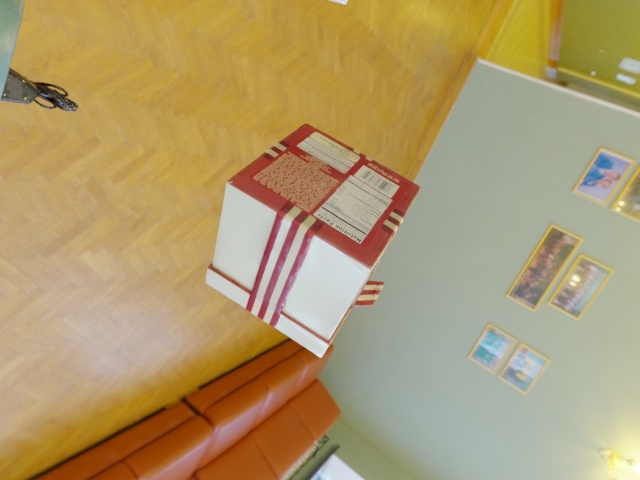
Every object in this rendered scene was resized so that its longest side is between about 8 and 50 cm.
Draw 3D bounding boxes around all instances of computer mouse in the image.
[{"bbox_3d":[-0.520,-0.256,0.630,0.272,0.189,0.072,-74,-179,-77],"label":"computer mouse"}]

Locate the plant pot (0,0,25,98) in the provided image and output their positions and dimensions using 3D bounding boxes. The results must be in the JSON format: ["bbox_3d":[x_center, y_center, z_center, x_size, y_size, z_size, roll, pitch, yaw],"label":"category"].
[{"bbox_3d":[-0.403,-0.212,0.389,0.196,0.290,0.290,14,108,-41],"label":"plant pot"}]

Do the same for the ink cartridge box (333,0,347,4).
[{"bbox_3d":[0.033,-0.644,0.788,0.226,0.131,0.306,-84,-172,-48],"label":"ink cartridge box"}]

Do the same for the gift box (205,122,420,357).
[{"bbox_3d":[0.000,0.000,0.691,0.276,0.255,0.258,-43,164,-45],"label":"gift box"}]
